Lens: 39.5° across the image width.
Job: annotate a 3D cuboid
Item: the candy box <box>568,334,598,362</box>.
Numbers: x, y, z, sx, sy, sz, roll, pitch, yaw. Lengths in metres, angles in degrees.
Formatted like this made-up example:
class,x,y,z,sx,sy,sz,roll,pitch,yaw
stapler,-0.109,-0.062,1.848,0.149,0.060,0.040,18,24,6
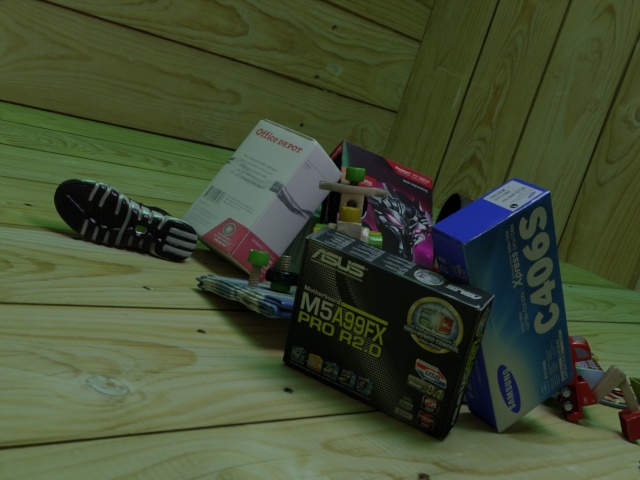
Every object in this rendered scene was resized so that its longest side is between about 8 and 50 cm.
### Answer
class,x,y,z,sx,sy,sz,roll,pitch,yaw
candy box,0.553,0.235,2.076,0.105,0.027,0.206,14,10,-12

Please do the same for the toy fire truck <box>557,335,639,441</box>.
class,x,y,z,sx,sy,sz,roll,pitch,yaw
toy fire truck,0.475,0.252,1.528,0.135,0.192,0.047,-10,8,4

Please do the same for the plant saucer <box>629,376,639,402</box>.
class,x,y,z,sx,sy,sz,roll,pitch,yaw
plant saucer,0.735,0.341,1.780,0.188,0.045,0.188,12,11,-31

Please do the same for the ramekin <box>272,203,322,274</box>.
class,x,y,z,sx,sy,sz,roll,pitch,yaw
ramekin,0.000,0.000,2.001,0.303,0.148,0.303,18,10,-3

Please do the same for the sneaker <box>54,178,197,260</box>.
class,x,y,z,sx,sy,sz,roll,pitch,yaw
sneaker,-0.386,-0.042,1.732,0.281,0.107,0.162,26,1,-22

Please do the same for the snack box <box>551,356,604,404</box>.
class,x,y,z,sx,sy,sz,roll,pitch,yaw
snack box,0.415,0.231,1.661,0.174,0.070,0.207,8,8,5

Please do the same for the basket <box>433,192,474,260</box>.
class,x,y,z,sx,sy,sz,roll,pitch,yaw
basket,0.373,0.009,1.943,0.226,0.154,0.204,21,11,-6

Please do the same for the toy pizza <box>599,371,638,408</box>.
class,x,y,z,sx,sy,sz,roll,pitch,yaw
toy pizza,0.543,0.280,1.798,0.201,0.032,0.201,18,10,-3

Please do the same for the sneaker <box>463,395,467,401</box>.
class,x,y,z,sx,sy,sz,roll,pitch,yaw
sneaker,0.190,0.191,1.475,0.255,0.094,0.151,17,7,-17

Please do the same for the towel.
class,x,y,z,sx,sy,sz,roll,pitch,yaw
towel,-0.063,0.104,1.514,0.209,0.034,0.285,11,1,-34

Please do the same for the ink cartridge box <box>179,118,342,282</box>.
class,x,y,z,sx,sy,sz,roll,pitch,yaw
ink cartridge box,-0.120,-0.086,1.815,0.207,0.283,0.117,29,-12,47

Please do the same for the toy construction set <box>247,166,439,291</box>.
class,x,y,z,sx,sy,sz,roll,pitch,yaw
toy construction set,0.081,-0.005,1.509,0.308,0.237,0.257,12,0,26

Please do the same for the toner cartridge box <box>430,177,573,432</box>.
class,x,y,z,sx,sy,sz,roll,pitch,yaw
toner cartridge box,0.275,0.100,1.313,0.165,0.348,0.075,-29,33,-20

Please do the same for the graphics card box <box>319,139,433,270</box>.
class,x,y,z,sx,sy,sz,roll,pitch,yaw
graphics card box,0.114,-0.017,1.830,0.232,0.094,0.371,23,48,-18

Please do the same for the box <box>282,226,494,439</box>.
class,x,y,z,sx,sy,sz,roll,pitch,yaw
box,0.087,0.128,1.260,0.270,0.216,0.060,23,28,22
